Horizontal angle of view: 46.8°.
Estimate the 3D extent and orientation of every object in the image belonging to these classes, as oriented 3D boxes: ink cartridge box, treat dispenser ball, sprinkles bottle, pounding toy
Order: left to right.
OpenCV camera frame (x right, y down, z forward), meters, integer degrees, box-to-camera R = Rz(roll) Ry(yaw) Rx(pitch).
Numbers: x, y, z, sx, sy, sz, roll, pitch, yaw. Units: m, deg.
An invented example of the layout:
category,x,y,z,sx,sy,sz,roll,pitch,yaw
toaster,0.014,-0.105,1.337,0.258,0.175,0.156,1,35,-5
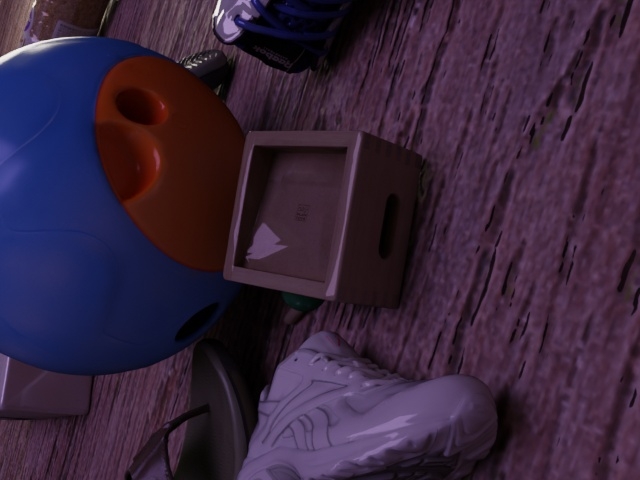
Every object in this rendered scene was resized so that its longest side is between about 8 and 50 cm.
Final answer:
category,x,y,z,sx,sy,sz,roll,pitch,yaw
ink cartridge box,-0.453,0.162,1.111,0.353,0.119,0.207,-19,64,51
sprinkles bottle,-0.461,-0.369,1.312,0.355,0.121,0.121,-56,39,29
treat dispenser ball,-0.193,-0.029,0.644,0.288,0.288,0.288,-25,59,50
pounding toy,0.000,0.000,0.543,0.130,0.100,0.141,8,87,42

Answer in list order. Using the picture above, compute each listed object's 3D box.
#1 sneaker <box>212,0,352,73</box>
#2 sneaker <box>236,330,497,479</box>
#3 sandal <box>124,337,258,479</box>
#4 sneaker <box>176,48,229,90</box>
category,x,y,z,sx,sy,sz,roll,pitch,yaw
sneaker,0.005,-0.222,0.588,0.315,0.127,0.182,34,111,62
sneaker,0.014,0.106,0.476,0.232,0.090,0.115,-31,51,46
sandal,-0.128,0.234,0.637,0.120,0.086,0.303,25,100,56
sneaker,-0.176,-0.121,0.858,0.222,0.118,0.083,-32,27,12
